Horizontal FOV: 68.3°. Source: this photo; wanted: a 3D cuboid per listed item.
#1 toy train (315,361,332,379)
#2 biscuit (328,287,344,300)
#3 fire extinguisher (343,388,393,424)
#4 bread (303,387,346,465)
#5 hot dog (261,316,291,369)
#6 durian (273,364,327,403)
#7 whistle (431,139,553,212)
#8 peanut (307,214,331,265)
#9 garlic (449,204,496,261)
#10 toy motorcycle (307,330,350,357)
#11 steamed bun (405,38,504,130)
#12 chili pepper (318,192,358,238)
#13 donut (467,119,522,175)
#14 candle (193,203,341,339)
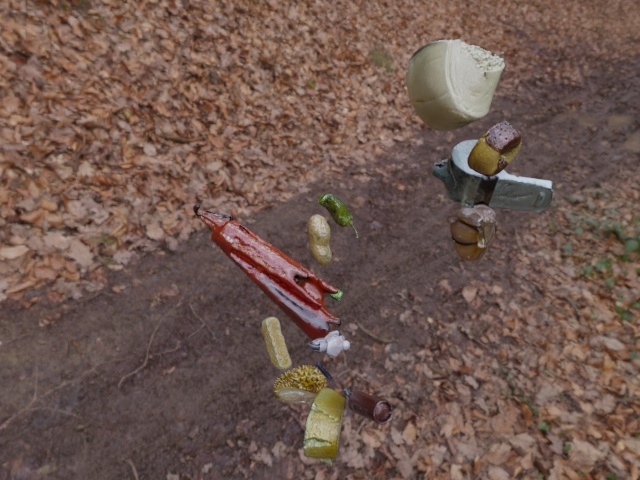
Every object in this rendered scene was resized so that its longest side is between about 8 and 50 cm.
[{"bbox_3d":[0.012,0.472,1.696,0.083,0.017,0.017,51,23,-14],"label":"toy train"},{"bbox_3d":[0.058,0.196,1.707,0.046,0.016,0.089,28,17,8],"label":"biscuit"},{"bbox_3d":[0.187,0.679,1.959,0.104,0.105,0.269,0,-5,-25],"label":"fire extinguisher"},{"bbox_3d":[0.011,0.629,1.609,0.123,0.186,0.257,13,26,4],"label":"bread"},{"bbox_3d":[-0.203,0.463,2.104,0.084,0.073,0.243,-7,70,-43],"label":"hot dog"},{"bbox_3d":[-0.074,0.565,1.843,0.183,0.249,0.138,22,50,-53],"label":"durian"},{"bbox_3d":[0.606,-0.205,1.684,0.404,0.168,0.188,37,63,26],"label":"whistle"},{"bbox_3d":[0.000,0.000,1.572,0.080,0.175,0.080,-9,4,1],"label":"peanut"},{"bbox_3d":[0.628,-0.035,1.908,0.160,0.214,0.191,-19,25,-24],"label":"garlic"},{"bbox_3d":[0.051,0.462,2.113,0.170,0.110,0.260,6,-1,19],"label":"toy motorcycle"},{"bbox_3d":[0.414,-0.516,1.561,0.272,0.274,0.290,18,-10,-10],"label":"steamed bun"},{"bbox_3d":[0.069,-0.096,1.727,0.204,0.072,0.073,46,63,-24],"label":"chili pepper"},{"bbox_3d":[0.496,-0.252,1.329,0.073,0.166,0.184,45,10,24],"label":"donut"},{"bbox_3d":[-0.089,0.042,0.743,0.301,0.059,0.084,38,70,7],"label":"candle"}]
